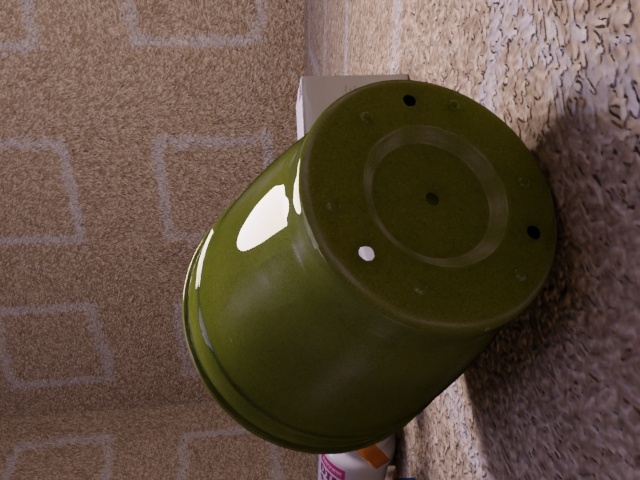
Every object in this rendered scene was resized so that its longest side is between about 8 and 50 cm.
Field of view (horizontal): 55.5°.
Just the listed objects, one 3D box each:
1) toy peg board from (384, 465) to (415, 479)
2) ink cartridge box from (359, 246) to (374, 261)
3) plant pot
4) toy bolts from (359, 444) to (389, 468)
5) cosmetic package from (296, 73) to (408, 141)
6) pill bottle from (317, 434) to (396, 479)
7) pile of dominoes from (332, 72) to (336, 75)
[{"bbox_3d":[0.157,0.492,1.053,0.160,0.079,0.161,32,-126,-78],"label":"toy peg board"},{"bbox_3d":[0.120,0.139,1.180,0.371,0.069,0.175,-107,14,-58],"label":"ink cartridge box"},{"bbox_3d":[0.049,0.024,0.655,0.353,0.367,0.366,125,143,-62],"label":"plant pot"},{"bbox_3d":[0.066,0.277,1.123,0.218,0.158,0.228,46,166,-7],"label":"toy bolts"},{"bbox_3d":[0.053,-0.193,1.066,0.151,0.184,0.151,128,139,-82],"label":"cosmetic package"},{"bbox_3d":[0.076,0.452,1.295,0.160,0.160,0.283,-100,9,-51],"label":"pill bottle"},{"bbox_3d":[0.041,-0.267,1.548,0.251,0.040,0.195,67,-161,-62],"label":"pile of dominoes"}]
